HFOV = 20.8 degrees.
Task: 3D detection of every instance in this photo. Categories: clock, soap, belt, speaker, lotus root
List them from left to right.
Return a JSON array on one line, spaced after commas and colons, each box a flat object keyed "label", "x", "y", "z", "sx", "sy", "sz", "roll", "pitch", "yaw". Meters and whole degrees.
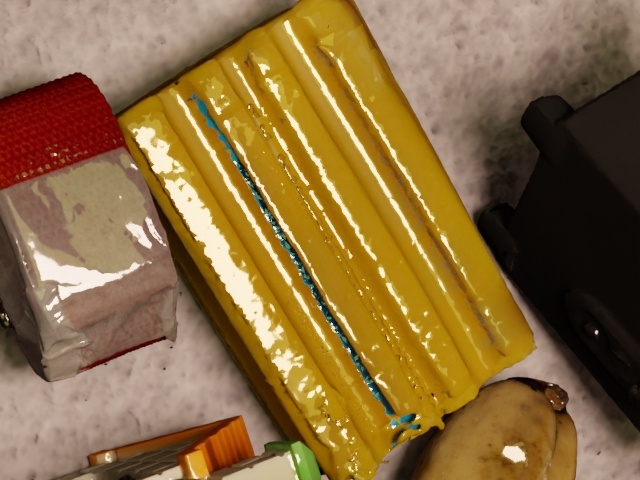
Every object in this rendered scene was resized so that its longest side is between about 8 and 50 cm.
[{"label": "belt", "x": -0.185, "y": -0.005, "z": 1.202, "sx": 0.124, "sy": 0.128, "sz": 0.201, "roll": -21, "pitch": 92, "yaw": -20}, {"label": "clock", "x": -0.143, "y": 0.205, "z": 1.168, "sx": 0.255, "sy": 0.220, "sz": 0.106, "roll": -17, "pitch": 92, "yaw": -29}, {"label": "soap", "x": 0.000, "y": 0.001, "z": 1.290, "sx": 0.204, "sy": 0.096, "sz": 0.324, "roll": -33, "pitch": 99, "yaw": -19}, {"label": "lotus root", "x": 0.120, "y": 0.202, "z": 1.313, "sx": 0.125, "sy": 0.118, "sz": 0.221, "roll": 37, "pitch": 74, "yaw": -27}, {"label": "speaker", "x": 0.272, "y": -0.002, "z": 1.288, "sx": 0.184, "sy": 0.232, "sz": 0.254, "roll": -32, "pitch": 72, "yaw": -21}]
